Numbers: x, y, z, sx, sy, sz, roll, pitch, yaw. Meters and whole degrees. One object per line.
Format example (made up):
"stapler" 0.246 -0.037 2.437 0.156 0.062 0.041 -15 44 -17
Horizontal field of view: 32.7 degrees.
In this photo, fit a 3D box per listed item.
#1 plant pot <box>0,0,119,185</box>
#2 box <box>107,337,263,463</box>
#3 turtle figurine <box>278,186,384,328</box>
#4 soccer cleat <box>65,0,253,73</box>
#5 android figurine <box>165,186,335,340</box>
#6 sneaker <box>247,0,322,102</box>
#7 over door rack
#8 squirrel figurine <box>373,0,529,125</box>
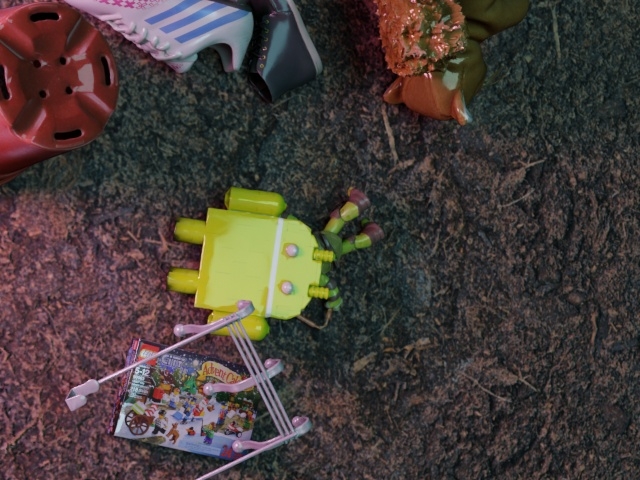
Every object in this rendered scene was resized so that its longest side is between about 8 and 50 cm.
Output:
"plant pot" -0.440 -0.214 1.540 0.272 0.265 0.272 3 85 -43
"box" -0.217 0.264 1.793 0.233 0.044 0.159 17 80 -25
"turtle figurine" 0.000 0.000 1.891 0.217 0.087 0.269 -37 104 -23
"soccer cleat" -0.264 -0.348 1.758 0.331 0.116 0.143 6 96 -24
"android figurine" -0.113 0.040 1.802 0.272 0.056 0.248 10 85 -5
"sneaker" -0.094 -0.352 1.861 0.118 0.083 0.222 -38 105 -23
"over door rack" -0.208 0.265 1.724 0.324 0.108 0.239 -27 100 -11
"squirrel figurine" 0.197 -0.388 1.890 0.397 0.281 0.370 -18 126 -54
